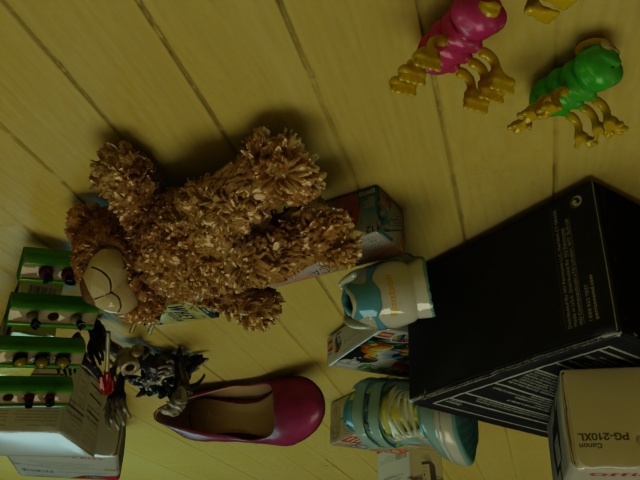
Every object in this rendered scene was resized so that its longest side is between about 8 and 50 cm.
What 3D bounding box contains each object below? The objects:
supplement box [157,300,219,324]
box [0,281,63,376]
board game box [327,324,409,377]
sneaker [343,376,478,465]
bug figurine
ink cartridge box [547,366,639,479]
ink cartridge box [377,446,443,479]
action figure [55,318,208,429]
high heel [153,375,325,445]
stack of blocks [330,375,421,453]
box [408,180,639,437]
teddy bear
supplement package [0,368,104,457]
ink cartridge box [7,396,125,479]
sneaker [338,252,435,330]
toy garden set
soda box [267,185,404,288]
[{"bbox_3d":[-0.170,0.052,0.890,0.083,0.083,0.056,-9,152,16],"label":"supplement box"},{"bbox_3d":[-0.425,0.130,1.051,0.058,0.087,0.232,13,149,-25],"label":"box"},{"bbox_3d":[0.187,0.165,1.123,0.305,0.053,0.193,12,151,-19],"label":"board game box"},{"bbox_3d":[0.121,0.259,1.069,0.208,0.127,0.319,-3,166,14],"label":"sneaker"},{"bbox_3d":[0.177,-0.151,0.505,0.279,0.072,0.216,10,157,-26],"label":"bug figurine"},{"bbox_3d":[0.337,0.213,0.768,0.172,0.100,0.237,-5,152,12],"label":"ink cartridge box"},{"bbox_3d":[0.204,0.545,1.668,0.092,0.218,0.158,12,150,-21],"label":"ink cartridge box"},{"bbox_3d":[-0.290,0.230,1.180,0.164,0.141,0.276,-26,142,22],"label":"action figure"},{"bbox_3d":[-0.154,0.321,1.344,0.181,0.127,0.377,8,157,-35],"label":"high heel"},{"bbox_3d":[0.165,0.334,1.408,0.171,0.087,0.297,15,149,-25],"label":"stack of blocks"},{"bbox_3d":[0.305,0.106,0.867,0.296,0.182,0.294,20,145,-29],"label":"box"},{"bbox_3d":[-0.123,0.004,0.732,0.338,0.113,0.245,-3,138,14],"label":"teddy bear"},{"bbox_3d":[-0.547,0.295,1.303,0.262,0.145,0.204,1,152,1],"label":"supplement package"},{"bbox_3d":[-0.531,0.418,1.552,0.226,0.131,0.306,8,150,-12],"label":"ink cartridge box"},{"bbox_3d":[0.067,0.060,0.843,0.092,0.087,0.228,-10,173,-2],"label":"sneaker"},{"bbox_3d":[-0.304,0.132,0.949,0.204,0.049,0.244,8,119,-34],"label":"toy garden set"},{"bbox_3d":[0.000,0.000,0.813,0.183,0.058,0.063,-17,147,29],"label":"soda box"}]
